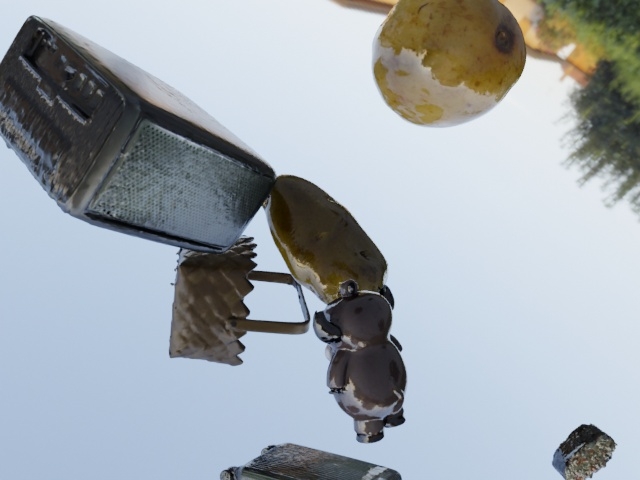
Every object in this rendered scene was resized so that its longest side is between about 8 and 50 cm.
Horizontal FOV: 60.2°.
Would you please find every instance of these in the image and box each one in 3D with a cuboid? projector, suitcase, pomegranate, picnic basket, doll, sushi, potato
[{"bbox_3d":[-0.352,-0.180,1.047,0.395,0.242,0.405,42,-169,29],"label":"projector"},{"bbox_3d":[-0.014,0.474,1.020,0.312,0.128,0.202,4,178,27],"label":"suitcase"},{"bbox_3d":[0.151,-0.233,0.703,0.196,0.196,0.196,23,-145,-17],"label":"pomegranate"},{"bbox_3d":[-0.195,0.141,1.323,0.321,0.291,0.254,5,-159,-14],"label":"picnic basket"},{"bbox_3d":[0.072,0.190,0.911,0.182,0.117,0.257,-19,-90,-44],"label":"doll"},{"bbox_3d":[0.628,0.510,1.321,0.090,0.150,0.078,50,179,-19],"label":"sushi"},{"bbox_3d":[0.000,0.000,1.225,0.369,0.195,0.176,52,174,15],"label":"potato"}]
